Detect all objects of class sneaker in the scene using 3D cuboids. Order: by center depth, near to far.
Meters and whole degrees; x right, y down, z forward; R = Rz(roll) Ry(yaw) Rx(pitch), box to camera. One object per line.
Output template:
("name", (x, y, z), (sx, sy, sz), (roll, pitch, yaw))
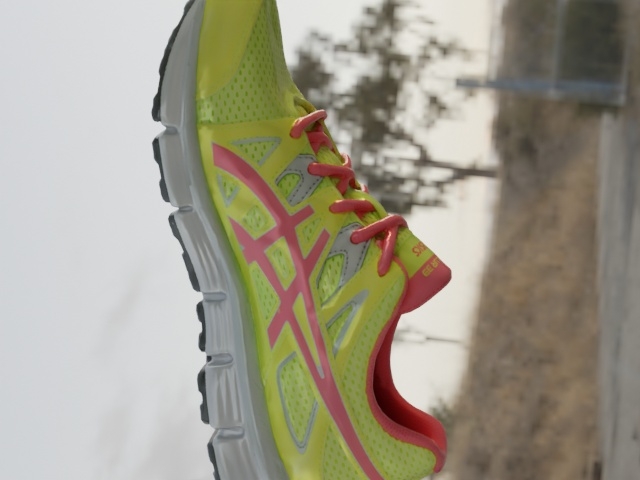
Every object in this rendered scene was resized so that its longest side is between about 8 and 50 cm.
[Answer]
("sneaker", (0.000, 0.000, 0.590), (0.081, 0.094, 0.209), (-37, -62, -72))
